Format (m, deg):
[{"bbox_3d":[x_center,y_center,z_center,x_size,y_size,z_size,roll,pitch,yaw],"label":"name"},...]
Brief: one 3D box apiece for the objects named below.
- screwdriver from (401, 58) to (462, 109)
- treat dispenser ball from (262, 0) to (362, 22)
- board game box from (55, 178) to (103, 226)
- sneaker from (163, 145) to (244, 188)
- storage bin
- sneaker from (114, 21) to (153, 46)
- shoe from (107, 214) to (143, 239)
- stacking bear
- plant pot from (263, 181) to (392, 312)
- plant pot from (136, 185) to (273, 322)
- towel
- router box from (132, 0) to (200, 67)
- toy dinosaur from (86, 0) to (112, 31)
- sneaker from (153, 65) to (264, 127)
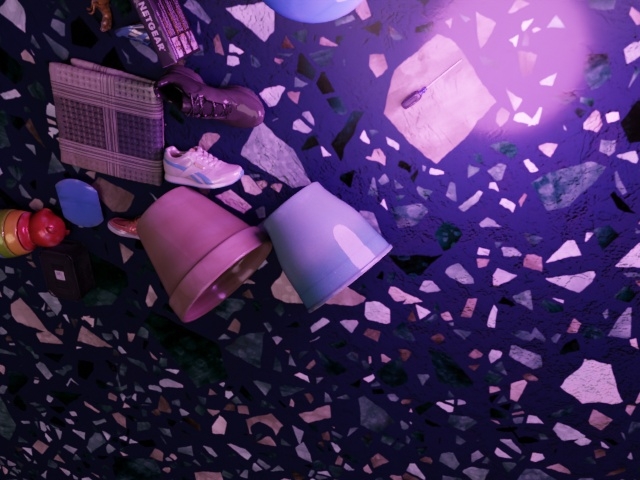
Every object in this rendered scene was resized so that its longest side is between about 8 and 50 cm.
[{"bbox_3d":[0.251,-0.359,1.378,0.025,0.024,0.170,27,128,-34],"label":"screwdriver"},{"bbox_3d":[-0.016,-0.575,1.175,0.288,0.288,0.288,8,121,13],"label":"treat dispenser ball"},{"bbox_3d":[-0.718,-0.119,1.824,0.133,0.033,0.169,6,126,8],"label":"board game box"},{"bbox_3d":[-0.317,-0.198,1.616,0.228,0.087,0.092,6,119,12],"label":"sneaker"},{"bbox_3d":[-0.815,0.095,1.949,0.122,0.084,0.180,9,122,13],"label":"storage bin"},{"bbox_3d":[-0.442,-0.507,1.493,0.144,0.053,0.059,3,122,17],"label":"sneaker"},{"bbox_3d":[-0.540,-0.049,1.791,0.177,0.063,0.081,19,122,0],"label":"shoe"},{"bbox_3d":[-0.933,-0.030,1.871,0.288,0.175,0.164,-4,78,6],"label":"stacking bear"},{"bbox_3d":[0.000,0.000,1.539,0.271,0.271,0.255,-39,88,32],"label":"plant pot"},{"bbox_3d":[-0.338,0.014,1.641,0.280,0.323,0.323,47,123,7],"label":"plant pot"},{"bbox_3d":[-0.577,-0.321,1.656,0.324,0.056,0.312,14,126,7],"label":"towel"},{"bbox_3d":[-0.362,-0.511,1.416,0.046,0.133,0.179,-12,114,23],"label":"router box"},{"bbox_3d":[-0.540,-0.620,1.464,0.112,0.064,0.212,6,132,-7],"label":"toy dinosaur"},{"bbox_3d":[-0.280,-0.337,1.496,0.286,0.130,0.109,18,121,5],"label":"sneaker"}]
